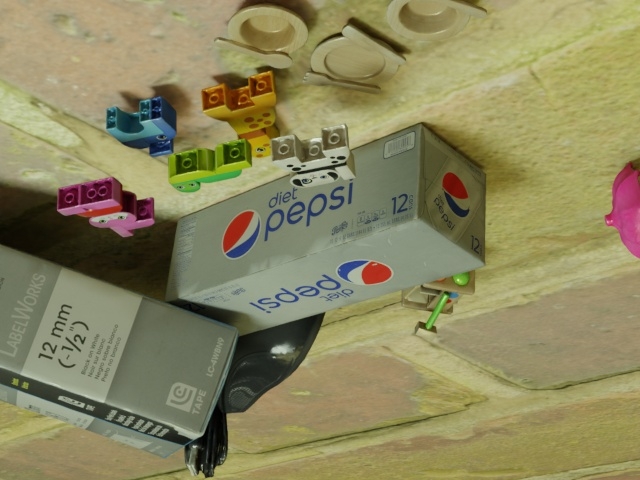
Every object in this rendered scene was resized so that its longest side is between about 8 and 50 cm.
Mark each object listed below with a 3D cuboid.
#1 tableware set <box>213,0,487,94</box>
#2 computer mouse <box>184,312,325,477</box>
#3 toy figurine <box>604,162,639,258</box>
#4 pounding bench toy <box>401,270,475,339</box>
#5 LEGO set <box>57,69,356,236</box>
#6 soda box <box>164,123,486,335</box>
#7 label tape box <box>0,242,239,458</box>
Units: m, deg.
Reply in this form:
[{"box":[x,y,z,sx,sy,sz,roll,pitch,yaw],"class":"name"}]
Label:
[{"box":[0.016,-0.148,0.757,0.141,0.020,0.169,16,151,-26],"class":"tableware set"},{"box":[-0.079,0.112,1.162,0.072,0.188,0.272,24,139,-15],"class":"computer mouse"},{"box":[0.313,-0.031,0.901,0.173,0.130,0.159,-6,-179,-43],"class":"toy figurine"},{"box":[0.112,0.046,1.070,0.052,0.083,0.065,11,154,-15],"class":"pounding bench toy"},{"box":[-0.076,-0.066,0.866,0.227,0.087,0.093,-10,157,16],"class":"LEGO set"},{"box":[0.000,0.000,0.979,0.286,0.091,0.098,-19,144,37],"class":"soda box"},{"box":[-0.275,0.095,1.074,0.348,0.115,0.249,19,161,-10],"class":"label tape box"}]
